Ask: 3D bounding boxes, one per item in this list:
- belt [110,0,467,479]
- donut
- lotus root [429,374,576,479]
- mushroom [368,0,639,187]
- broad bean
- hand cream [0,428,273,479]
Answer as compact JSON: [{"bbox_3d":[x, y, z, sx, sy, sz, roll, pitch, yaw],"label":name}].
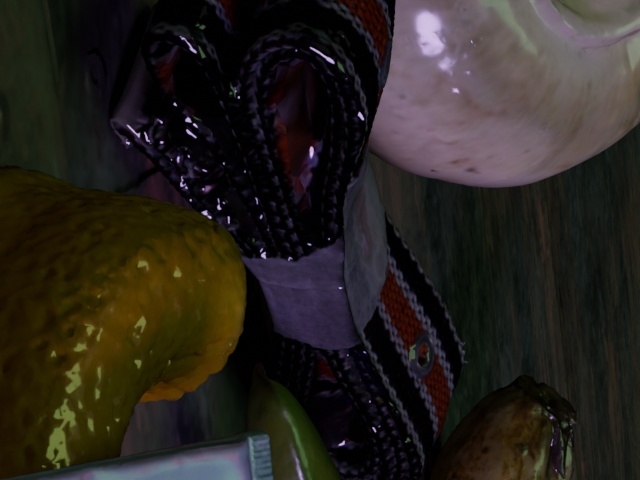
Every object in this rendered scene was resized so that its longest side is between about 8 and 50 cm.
[{"bbox_3d":[0.000,0.000,0.958,0.359,0.126,0.094,70,27,-45],"label":"belt"},{"bbox_3d":[-0.106,0.087,0.684,0.152,0.101,0.259,29,64,-62],"label":"donut"},{"bbox_3d":[0.116,0.219,1.327,0.110,0.097,0.258,37,60,-58],"label":"lotus root"},{"bbox_3d":[0.087,-0.198,1.044,0.356,0.315,0.315,76,17,-69],"label":"mushroom"},{"bbox_3d":[-0.008,0.201,0.991,0.075,0.067,0.325,-94,176,-61],"label":"broad bean"},{"bbox_3d":[-0.107,0.116,0.573,0.275,0.050,0.079,-4,120,-49],"label":"hand cream"}]
